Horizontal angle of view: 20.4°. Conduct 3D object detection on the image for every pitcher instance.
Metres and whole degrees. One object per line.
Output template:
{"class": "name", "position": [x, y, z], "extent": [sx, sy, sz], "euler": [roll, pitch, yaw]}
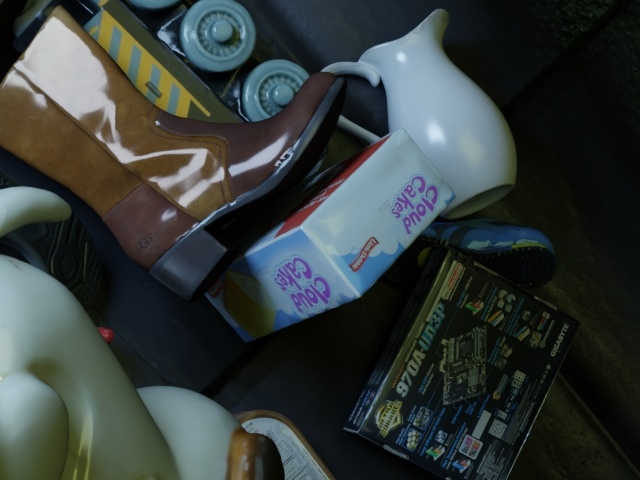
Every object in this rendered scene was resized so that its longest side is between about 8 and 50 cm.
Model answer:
{"class": "pitcher", "position": [0.103, -0.121, 1.900], "extent": [0.178, 0.125, 0.207], "euler": [-24, 77, -8]}

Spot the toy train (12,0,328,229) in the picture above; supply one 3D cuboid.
{"class": "toy train", "position": [-0.149, -0.156, 1.772], "extent": [0.334, 0.142, 0.190], "euler": [45, 74, -8]}

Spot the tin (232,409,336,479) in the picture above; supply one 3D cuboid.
{"class": "tin", "position": [-0.038, 0.255, 1.777], "extent": [0.106, 0.040, 0.189], "euler": [-39, 96, -23]}

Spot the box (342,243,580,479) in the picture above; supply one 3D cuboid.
{"class": "box", "position": [0.150, 0.140, 1.855], "extent": [0.175, 0.051, 0.220], "euler": [28, 82, -17]}

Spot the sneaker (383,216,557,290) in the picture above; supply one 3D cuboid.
{"class": "sneaker", "position": [0.150, 0.010, 1.919], "extent": [0.209, 0.082, 0.069], "euler": [2, 119, -11]}

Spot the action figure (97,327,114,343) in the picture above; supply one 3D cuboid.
{"class": "action figure", "position": [-0.343, 0.106, 1.648], "extent": [0.280, 0.139, 0.091], "euler": [16, 66, -45]}

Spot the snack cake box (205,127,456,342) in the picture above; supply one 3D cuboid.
{"class": "snack cake box", "position": [0.000, 0.000, 1.727], "extent": [0.152, 0.264, 0.089], "euler": [-43, 98, -27]}

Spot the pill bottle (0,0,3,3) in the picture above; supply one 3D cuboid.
{"class": "pill bottle", "position": [-0.361, -0.353, 1.663], "extent": [0.229, 0.229, 0.407], "euler": [28, 67, -17]}

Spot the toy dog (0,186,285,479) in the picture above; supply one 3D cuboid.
{"class": "toy dog", "position": [-0.231, 0.192, 1.542], "extent": [0.408, 0.285, 0.395], "euler": [33, 54, -43]}

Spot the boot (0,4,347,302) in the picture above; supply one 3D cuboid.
{"class": "boot", "position": [-0.147, -0.124, 1.682], "extent": [0.280, 0.096, 0.264], "euler": [41, 100, 8]}

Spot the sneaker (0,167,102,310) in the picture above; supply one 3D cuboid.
{"class": "sneaker", "position": [-0.312, -0.002, 1.690], "extent": [0.227, 0.130, 0.087], "euler": [38, 56, -44]}
